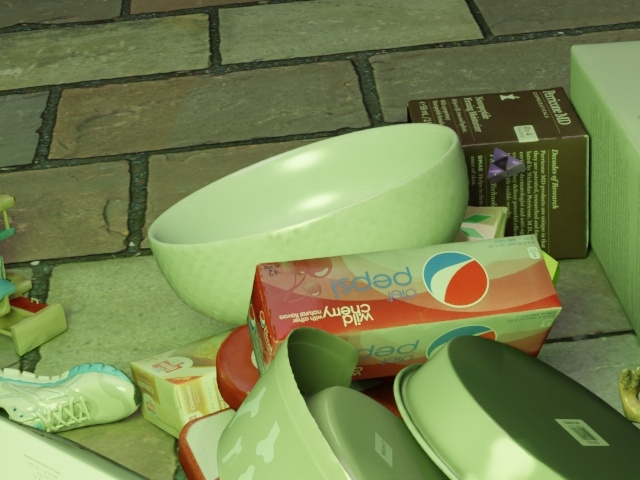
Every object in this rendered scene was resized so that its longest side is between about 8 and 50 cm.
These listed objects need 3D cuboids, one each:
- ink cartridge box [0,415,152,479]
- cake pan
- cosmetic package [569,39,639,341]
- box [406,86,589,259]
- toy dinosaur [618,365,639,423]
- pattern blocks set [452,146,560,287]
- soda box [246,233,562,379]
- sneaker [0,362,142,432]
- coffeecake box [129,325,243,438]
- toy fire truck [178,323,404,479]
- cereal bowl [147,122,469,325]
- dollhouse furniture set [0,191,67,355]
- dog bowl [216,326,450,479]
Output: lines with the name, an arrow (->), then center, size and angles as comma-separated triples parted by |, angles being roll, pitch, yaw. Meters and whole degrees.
ink cartridge box -> -0.198, 0.308, 1.165 | 0.309, 0.271, 0.130 | 19, -8, 39
cake pan -> 0.197, 0.176, 1.247 | 0.293, 0.054, 0.293 | 30, 16, -10
cosmetic package -> 0.407, -0.050, 1.715 | 0.162, 0.230, 0.453 | -6, 27, -2
box -> 0.216, -0.078, 1.872 | 0.203, 0.167, 0.168 | -5, 26, 0
toy dinosaur -> 0.380, 0.200, 1.357 | 0.296, 0.127, 0.200 | -18, 58, 7
pattern blocks set -> 0.123, 0.031, 1.660 | 0.285, 0.026, 0.324 | 15, 65, 31
soda box -> 0.072, 0.064, 1.340 | 0.263, 0.092, 0.083 | -7, 57, -14
sneaker -> -0.279, 0.179, 1.576 | 0.191, 0.071, 0.083 | -6, 32, 17
coffeecake box -> -0.084, 0.139, 1.568 | 0.186, 0.068, 0.142 | -18, 13, -23
toy fire truck -> 0.038, 0.198, 1.389 | 0.302, 0.169, 0.254 | -17, 47, -20
cereal bowl -> 0.000, 0.000, 1.576 | 0.339, 0.141, 0.339 | -18, 14, 5
dollhouse furniture set -> -0.381, 0.033, 1.804 | 0.184, 0.129, 0.129 | 15, 33, 37
dog bowl -> 0.061, 0.228, 1.146 | 0.102, 0.349, 0.348 | -43, 26, 10
